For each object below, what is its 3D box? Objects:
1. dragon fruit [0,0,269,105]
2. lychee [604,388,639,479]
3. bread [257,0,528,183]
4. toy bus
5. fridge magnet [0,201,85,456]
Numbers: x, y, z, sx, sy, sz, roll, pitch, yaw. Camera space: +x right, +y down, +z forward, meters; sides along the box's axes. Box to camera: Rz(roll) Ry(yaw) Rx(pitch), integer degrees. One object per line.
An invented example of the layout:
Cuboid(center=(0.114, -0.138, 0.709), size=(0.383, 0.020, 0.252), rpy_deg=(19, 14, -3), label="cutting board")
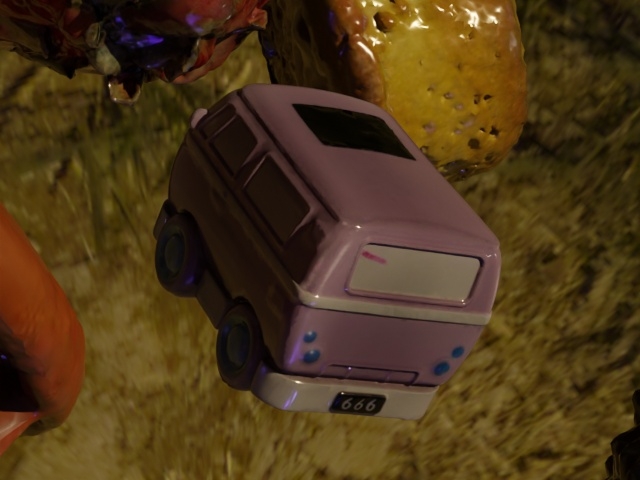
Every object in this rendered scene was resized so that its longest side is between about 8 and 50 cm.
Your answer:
Cuboid(center=(-0.121, -0.208, 1.070), size=(0.244, 0.244, 0.299), rpy_deg=(-22, 41, -7), label="dragon fruit")
Cuboid(center=(0.247, 0.153, 0.798), size=(0.330, 0.306, 0.306), rpy_deg=(-40, 84, -11), label="lychee")
Cuboid(center=(0.051, -0.192, 1.604), size=(0.204, 0.337, 0.358), rpy_deg=(-13, 77, -3), label="bread")
Cuboid(center=(0.000, 0.000, 1.115), size=(0.142, 0.202, 0.142), rpy_deg=(5, 121, -33), label="toy bus")
Cuboid(center=(-0.271, -0.017, 0.892), size=(0.364, 0.363, 0.155), rpy_deg=(36, 70, 4), label="fridge magnet")
